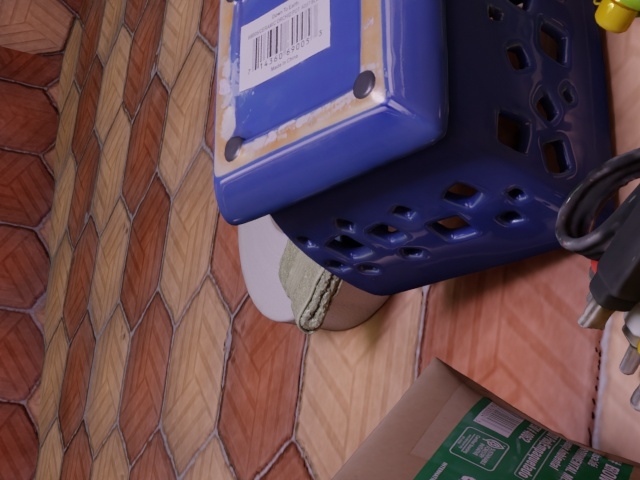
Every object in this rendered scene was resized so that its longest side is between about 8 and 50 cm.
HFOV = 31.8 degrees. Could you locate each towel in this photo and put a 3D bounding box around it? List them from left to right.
[{"bbox_3d":[0.000,0.000,1.025,0.110,0.027,0.148,-117,43,-55],"label":"towel"}]

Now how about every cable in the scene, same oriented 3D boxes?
[{"bbox_3d":[0.228,-0.042,0.645,0.287,0.072,0.139,-60,28,32],"label":"cable"}]

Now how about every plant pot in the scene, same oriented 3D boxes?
[{"bbox_3d":[0.053,-0.110,0.820,0.236,0.212,0.236,-20,61,42],"label":"plant pot"}]

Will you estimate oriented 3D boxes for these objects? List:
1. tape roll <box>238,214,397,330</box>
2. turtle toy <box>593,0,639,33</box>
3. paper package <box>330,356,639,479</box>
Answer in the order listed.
[{"bbox_3d":[0.015,-0.102,1.163,0.392,0.072,0.392,-169,90,-68],"label":"tape roll"},{"bbox_3d":[0.220,-0.176,0.721,0.130,0.066,0.095,-107,34,-47],"label":"turtle toy"},{"bbox_3d":[0.033,0.270,0.589,0.325,0.168,0.310,-34,-33,-59],"label":"paper package"}]
